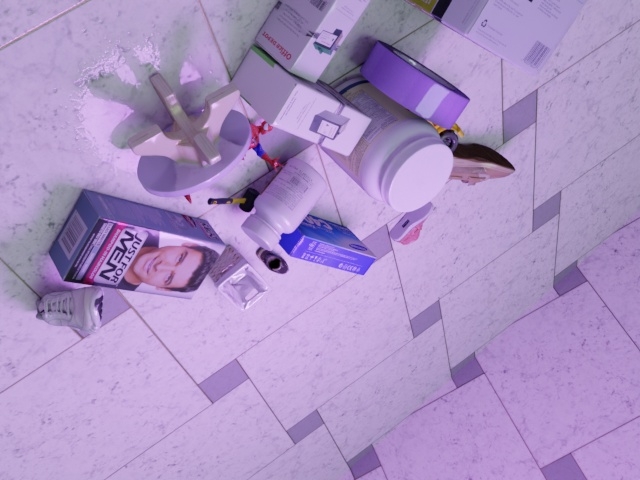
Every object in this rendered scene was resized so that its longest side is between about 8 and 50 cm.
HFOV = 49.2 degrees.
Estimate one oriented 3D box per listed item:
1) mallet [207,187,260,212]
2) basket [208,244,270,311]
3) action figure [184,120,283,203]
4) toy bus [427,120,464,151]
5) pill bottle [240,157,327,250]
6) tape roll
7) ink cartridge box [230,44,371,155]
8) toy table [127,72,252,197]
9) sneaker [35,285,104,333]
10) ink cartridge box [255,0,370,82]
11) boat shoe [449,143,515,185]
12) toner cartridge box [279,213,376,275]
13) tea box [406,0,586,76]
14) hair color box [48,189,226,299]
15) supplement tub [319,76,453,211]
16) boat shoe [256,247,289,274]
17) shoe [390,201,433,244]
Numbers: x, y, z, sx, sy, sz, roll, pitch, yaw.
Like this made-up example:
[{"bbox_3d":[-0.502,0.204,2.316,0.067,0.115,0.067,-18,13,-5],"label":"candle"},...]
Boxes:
[{"bbox_3d":[-0.219,-0.109,1.783,0.062,0.039,0.189,-57,158,13],"label":"mallet"},{"bbox_3d":[-0.235,0.104,1.967,0.113,0.103,0.167,-39,144,-4],"label":"basket"},{"bbox_3d":[-0.209,-0.182,1.681,0.280,0.139,0.091,-41,145,-5],"label":"action figure"},{"bbox_3d":[0.263,-0.314,1.976,0.220,0.149,0.211,-40,130,2],"label":"toy bus"},{"bbox_3d":[-0.098,-0.092,1.826,0.229,0.131,0.131,-52,145,-13],"label":"pill bottle"},{"bbox_3d":[0.236,-0.390,1.750,0.274,0.275,0.090,11,118,-47],"label":"tape roll"},{"bbox_3d":[-0.043,-0.321,1.632,0.272,0.198,0.115,14,116,-49],"label":"ink cartridge box"},{"bbox_3d":[-0.281,-0.223,1.502,0.274,0.252,0.161,-44,161,-16],"label":"toy table"},{"bbox_3d":[-0.578,0.160,1.613,0.118,0.110,0.292,10,165,-32],"label":"sneaker"},{"bbox_3d":[-0.021,-0.480,1.525,0.092,0.160,0.219,16,117,-49],"label":"ink cartridge box"},{"bbox_3d":[0.487,-0.242,2.270,0.341,0.122,0.110,5,128,-33],"label":"boat shoe"},{"bbox_3d":[0.000,0.000,2.024,0.347,0.165,0.075,17,115,-50],"label":"toner cartridge box"},{"bbox_3d":[0.377,-0.587,1.637,0.329,0.323,0.220,10,119,-46],"label":"tea box"},{"bbox_3d":[-0.433,0.020,1.696,0.374,0.113,0.185,15,116,-49],"label":"hair color box"},{"bbox_3d":[0.158,-0.244,1.784,0.235,0.325,0.235,-25,140,-22],"label":"supplement tub"},{"bbox_3d":[-0.135,0.071,2.068,0.056,0.049,0.152,-45,144,4],"label":"boat shoe"},{"bbox_3d":[0.317,-0.058,2.341,0.178,0.063,0.081,-45,145,13],"label":"shoe"}]
